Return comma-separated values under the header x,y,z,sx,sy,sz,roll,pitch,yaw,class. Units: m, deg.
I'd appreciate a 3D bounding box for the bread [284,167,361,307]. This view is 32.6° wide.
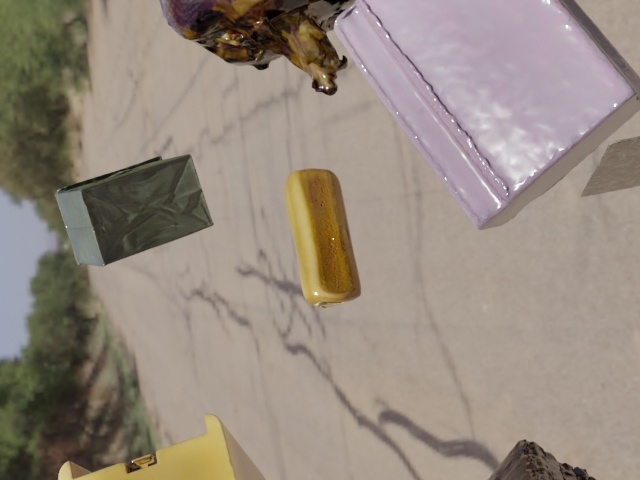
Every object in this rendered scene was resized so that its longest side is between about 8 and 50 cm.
x,y,z,sx,sy,sz,roll,pitch,yaw,class
0.000,0.000,1.711,0.074,0.092,0.239,117,148,-55,bread

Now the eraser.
x,y,z,sx,sy,sz,roll,pitch,yaw,class
0.215,-0.237,1.442,0.272,0.122,0.359,-43,72,28,eraser

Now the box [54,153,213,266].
x,y,z,sx,sy,sz,roll,pitch,yaw,class
-0.349,-0.060,2.052,0.149,0.231,0.155,0,108,59,box

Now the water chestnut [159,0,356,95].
x,y,z,sx,sy,sz,roll,pitch,yaw,class
-0.067,-0.363,1.577,0.335,0.335,0.347,153,101,-76,water chestnut

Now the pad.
x,y,z,sx,sy,sz,roll,pitch,yaw,class
0.335,-0.078,0.884,0.158,0.235,0.003,68,-169,-77,pad

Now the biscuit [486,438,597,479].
x,y,z,sx,sy,sz,roll,pitch,yaw,class
0.061,0.309,0.774,0.388,0.073,0.107,-52,1,8,biscuit

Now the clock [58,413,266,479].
x,y,z,sx,sy,sz,roll,pitch,yaw,class
-0.158,0.365,1.367,0.317,0.244,0.200,60,-166,-65,clock
